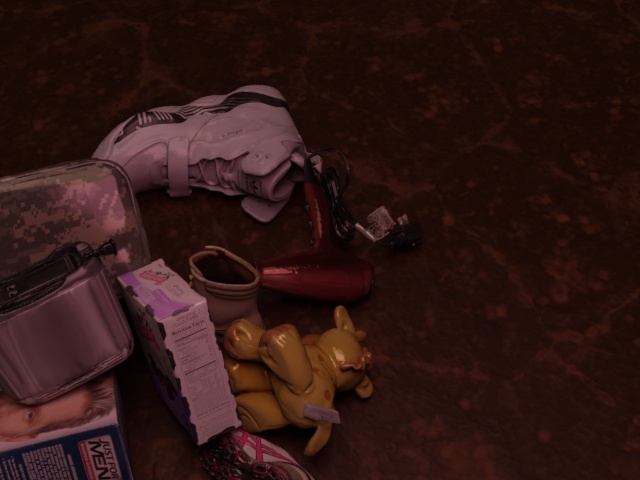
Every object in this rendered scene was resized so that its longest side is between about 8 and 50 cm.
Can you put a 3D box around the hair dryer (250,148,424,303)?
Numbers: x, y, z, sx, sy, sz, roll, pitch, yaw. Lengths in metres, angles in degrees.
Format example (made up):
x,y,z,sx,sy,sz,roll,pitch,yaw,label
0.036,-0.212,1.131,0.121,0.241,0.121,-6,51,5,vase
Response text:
x,y,z,sx,sy,sz,roll,pitch,yaw,label
0.000,0.000,1.463,0.224,0.080,0.293,42,50,11,hair dryer

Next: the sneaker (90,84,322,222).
x,y,z,sx,sy,sz,roll,pitch,yaw,label
-0.180,-0.122,1.539,0.366,0.137,0.210,-22,52,-21,sneaker

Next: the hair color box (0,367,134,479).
x,y,z,sx,sy,sz,roll,pitch,yaw,label
-0.424,0.268,1.208,0.348,0.105,0.174,-12,26,-11,hair color box

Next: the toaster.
x,y,z,sx,sy,sz,roll,pitch,yaw,label
-0.338,0.103,1.210,0.227,0.146,0.129,-27,27,-15,toaster

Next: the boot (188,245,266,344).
x,y,z,sx,sy,sz,roll,pitch,yaw,label
-0.182,0.071,1.367,0.213,0.165,0.077,16,53,12,boot

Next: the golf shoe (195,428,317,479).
x,y,z,sx,sy,sz,roll,pitch,yaw,label
-0.090,0.296,1.264,0.186,0.067,0.086,28,15,33,golf shoe

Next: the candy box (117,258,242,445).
x,y,z,sx,sy,sz,roll,pitch,yaw,label
-0.187,0.144,1.257,0.070,0.196,0.165,-24,27,-21,candy box

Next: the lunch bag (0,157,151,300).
x,y,z,sx,sy,sz,roll,pitch,yaw,label
-0.412,0.004,1.384,0.305,0.256,0.212,-15,93,-13,lunch bag

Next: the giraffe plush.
x,y,z,sx,sy,sz,roll,pitch,yaw,label
-0.011,0.174,1.306,0.210,0.181,0.170,23,32,29,giraffe plush
